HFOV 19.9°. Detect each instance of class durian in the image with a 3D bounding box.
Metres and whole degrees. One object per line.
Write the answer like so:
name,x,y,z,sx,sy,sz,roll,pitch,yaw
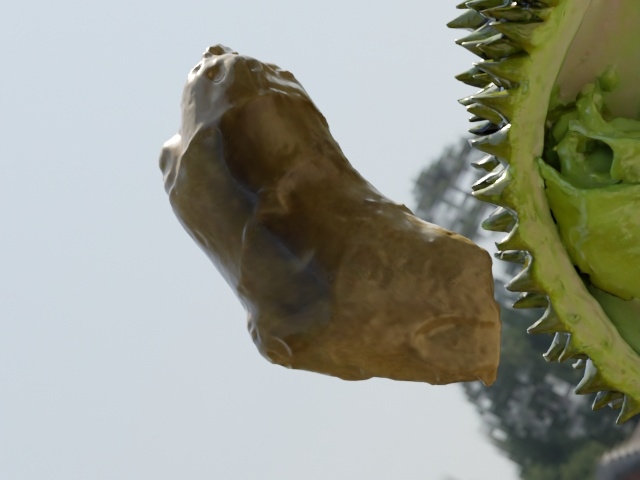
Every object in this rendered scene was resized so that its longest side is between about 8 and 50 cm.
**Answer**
durian,0.164,-0.035,0.878,0.169,0.355,0.157,-24,9,27

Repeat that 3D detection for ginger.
ginger,0.001,-0.001,0.772,0.095,0.190,0.069,-46,-16,17
